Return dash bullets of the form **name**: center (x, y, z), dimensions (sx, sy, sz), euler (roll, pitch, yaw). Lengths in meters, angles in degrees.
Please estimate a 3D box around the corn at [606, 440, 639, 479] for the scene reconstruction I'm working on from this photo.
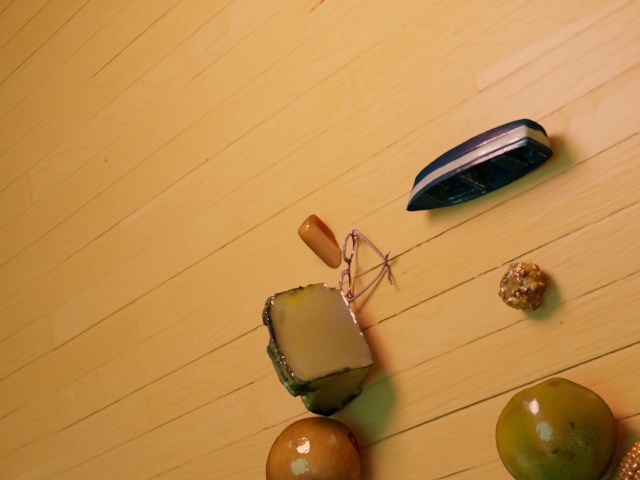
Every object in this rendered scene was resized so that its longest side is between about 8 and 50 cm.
- **corn**: center (0.431, 0.425, 1.579), dimensions (0.102, 0.102, 0.313), euler (40, 112, 39)

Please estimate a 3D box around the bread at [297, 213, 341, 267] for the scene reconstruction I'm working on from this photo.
- **bread**: center (0.001, 0.001, 2.081), dimensions (0.049, 0.103, 0.062), euler (-36, 18, 24)

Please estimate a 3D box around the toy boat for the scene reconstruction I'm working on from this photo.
- **toy boat**: center (0.252, -0.121, 1.817), dimensions (0.299, 0.096, 0.062), euler (-26, 58, 42)

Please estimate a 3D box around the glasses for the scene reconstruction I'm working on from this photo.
- **glasses**: center (0.094, 0.051, 1.996), dimensions (0.104, 0.062, 0.140), euler (3, 88, 22)

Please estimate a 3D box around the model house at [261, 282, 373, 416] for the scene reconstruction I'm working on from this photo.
- **model house**: center (-0.026, 0.213, 1.997), dimensions (0.211, 0.170, 0.194), euler (107, 142, -56)

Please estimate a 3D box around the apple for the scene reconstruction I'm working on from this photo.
- **apple**: center (-0.011, 0.408, 1.966), dimensions (0.182, 0.182, 0.155), euler (-35, 33, 36)

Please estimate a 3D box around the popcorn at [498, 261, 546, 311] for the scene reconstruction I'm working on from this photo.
- **popcorn**: center (0.328, 0.076, 1.745), dimensions (0.082, 0.057, 0.083), euler (-42, 62, 35)

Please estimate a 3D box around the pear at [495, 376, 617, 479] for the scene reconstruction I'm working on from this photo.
- **pear**: center (0.360, 0.316, 1.616), dimensions (0.180, 0.166, 0.216), euler (-24, 74, 27)
